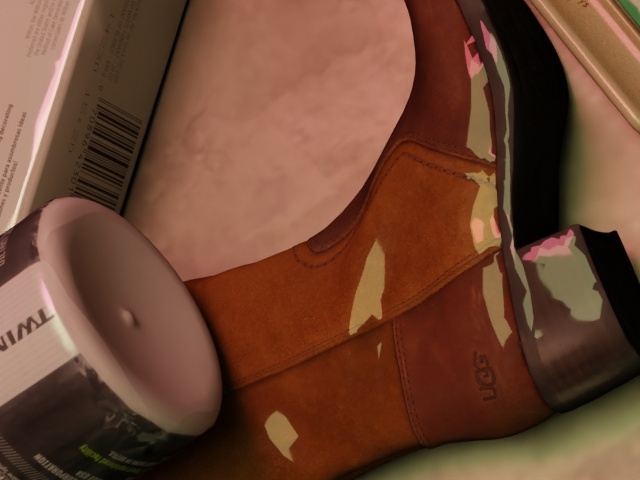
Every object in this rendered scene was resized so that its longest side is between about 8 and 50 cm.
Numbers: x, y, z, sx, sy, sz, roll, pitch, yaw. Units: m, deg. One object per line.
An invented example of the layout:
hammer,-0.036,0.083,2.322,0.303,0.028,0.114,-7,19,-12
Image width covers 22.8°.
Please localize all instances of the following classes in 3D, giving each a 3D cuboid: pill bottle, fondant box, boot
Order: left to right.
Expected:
fondant box,-0.254,-0.109,0.908,0.330,0.096,0.238,15,84,24
pill bottle,-0.178,0.095,0.757,0.245,0.130,0.130,-33,68,18
boot,0.000,0.000,0.800,0.280,0.096,0.264,-25,77,24

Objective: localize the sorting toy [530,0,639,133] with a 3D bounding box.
sorting toy,0.181,-0.174,0.763,0.196,0.047,0.348,-39,66,11
